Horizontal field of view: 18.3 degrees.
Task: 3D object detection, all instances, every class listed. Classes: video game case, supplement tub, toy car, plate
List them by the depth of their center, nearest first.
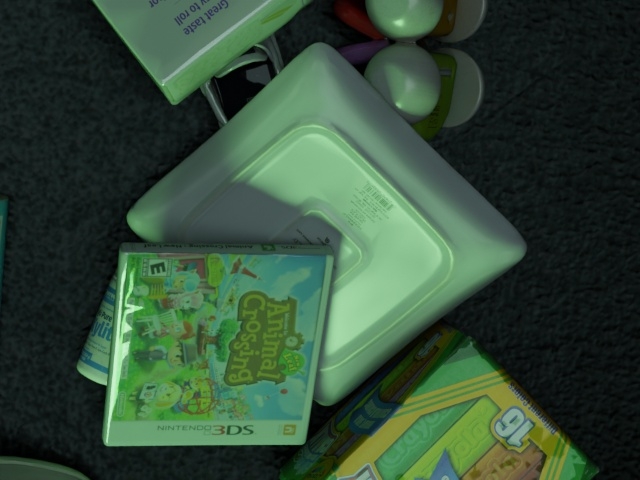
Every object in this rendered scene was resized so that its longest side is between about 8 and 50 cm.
[{"bbox_3d":[-0.095,0.097,1.809,0.193,0.023,0.212,1,120,-13],"label":"video game case"},{"bbox_3d":[0.000,0.000,1.815,0.277,0.045,0.278,44,117,-11],"label":"plate"},{"bbox_3d":[0.071,-0.183,1.842,0.136,0.159,0.182,4,95,27],"label":"toy car"},{"bbox_3d":[-0.178,0.084,1.856,0.071,0.071,0.107,21,92,-8],"label":"supplement tub"}]

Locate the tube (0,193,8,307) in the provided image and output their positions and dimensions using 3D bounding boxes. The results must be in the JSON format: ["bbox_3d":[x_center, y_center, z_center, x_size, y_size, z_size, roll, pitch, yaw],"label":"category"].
[{"bbox_3d":[-0.329,0.058,1.849,0.080,0.052,0.207,9,99,-3],"label":"tube"}]

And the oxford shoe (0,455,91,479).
[{"bbox_3d":[-0.364,0.287,1.733,0.449,0.130,0.169,-1,98,-42],"label":"oxford shoe"}]

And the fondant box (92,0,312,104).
[{"bbox_3d":[-0.139,-0.325,1.775,0.238,0.096,0.330,-37,83,-3],"label":"fondant box"}]

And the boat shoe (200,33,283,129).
[{"bbox_3d":[-0.075,-0.174,1.840,0.095,0.084,0.258,-25,97,-4],"label":"boat shoe"}]

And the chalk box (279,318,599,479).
[{"bbox_3d":[0.082,0.238,1.847,0.180,0.179,0.289,44,88,-8],"label":"chalk box"}]
